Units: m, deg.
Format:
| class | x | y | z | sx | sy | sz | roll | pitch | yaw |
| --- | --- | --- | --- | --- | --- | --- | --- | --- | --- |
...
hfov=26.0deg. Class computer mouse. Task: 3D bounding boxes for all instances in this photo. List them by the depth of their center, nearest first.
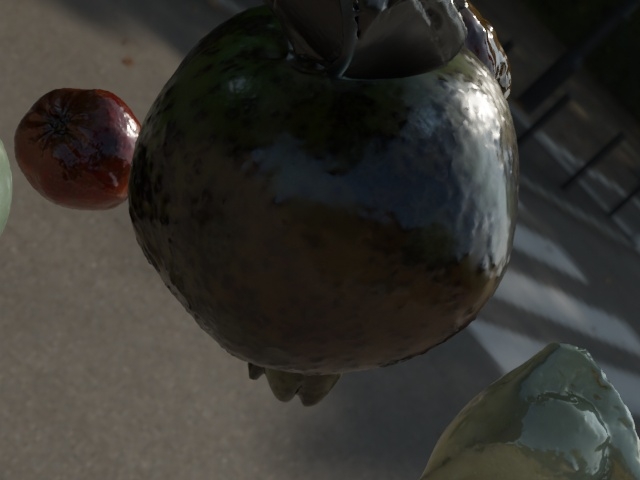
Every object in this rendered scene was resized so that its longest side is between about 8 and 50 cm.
| class | x | y | z | sx | sy | sz | roll | pitch | yaw |
| --- | --- | --- | --- | --- | --- | --- | --- | --- | --- |
| computer mouse | 0.008 | -0.154 | 0.760 | 0.137 | 0.096 | 0.233 | 55 | 10 | 14 |

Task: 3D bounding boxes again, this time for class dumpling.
| class | x | y | z | sx | sy | sz | roll | pitch | yaw |
| --- | --- | --- | --- | --- | --- | --- | --- | --- | --- |
| dumpling | 0.200 | 0.227 | 1.329 | 0.179 | 0.252 | 0.131 | 44 | 11 | -4 |

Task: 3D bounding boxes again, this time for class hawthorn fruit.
| class | x | y | z | sx | sy | sz | roll | pitch | yaw |
| --- | --- | --- | --- | --- | --- | --- | --- | --- | --- |
| hawthorn fruit | -0.326 | -0.121 | 1.957 | 0.179 | 0.179 | 0.200 | 54 | 4 | 29 |

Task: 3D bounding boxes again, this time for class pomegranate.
| class | x | y | z | sx | sy | sz | roll | pitch | yaw |
| --- | --- | --- | --- | --- | --- | --- | --- | --- | --- |
| pomegranate | 0.000 | 0.000 | 1.009 | 0.340 | 0.285 | 0.285 | 95 | -28 | -45 |

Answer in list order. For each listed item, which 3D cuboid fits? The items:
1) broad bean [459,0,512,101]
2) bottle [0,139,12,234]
| class | x | y | z | sx | sy | sz | roll | pitch | yaw |
| --- | --- | --- | --- | --- | --- | --- | --- | --- | --- |
| broad bean | 0.077 | -0.144 | 1.182 | 0.228 | 0.156 | 0.122 | 40 | 19 | -51 |
| bottle | -0.438 | -0.039 | 1.199 | 0.229 | 0.229 | 0.352 | 47 | 13 | 3 |
